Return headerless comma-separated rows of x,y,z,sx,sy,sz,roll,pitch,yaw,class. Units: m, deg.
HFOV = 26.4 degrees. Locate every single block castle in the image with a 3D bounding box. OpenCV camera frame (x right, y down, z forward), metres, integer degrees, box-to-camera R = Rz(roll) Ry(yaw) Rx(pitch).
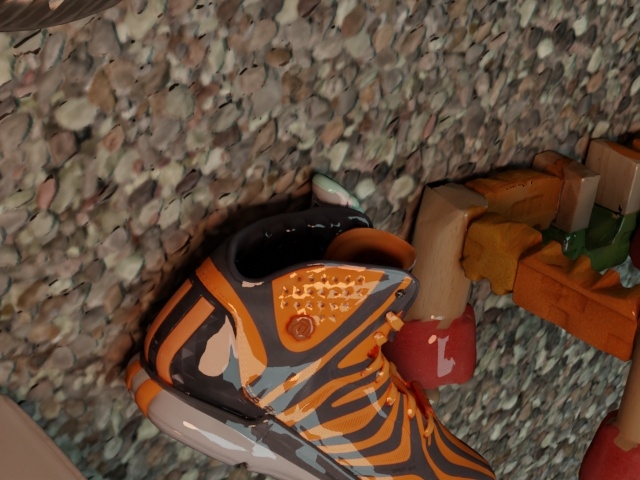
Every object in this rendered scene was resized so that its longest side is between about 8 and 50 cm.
0.298,0.063,1.156,0.453,0.303,0.212,-16,125,-42,block castle

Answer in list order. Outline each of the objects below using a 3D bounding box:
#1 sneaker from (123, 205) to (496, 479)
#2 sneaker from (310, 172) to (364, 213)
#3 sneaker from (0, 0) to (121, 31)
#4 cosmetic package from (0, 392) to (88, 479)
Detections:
0.039,0.092,0.950,0.321,0.124,0.180,26,105,-35,sneaker
0.000,0.000,0.975,0.069,0.038,0.098,-47,145,-11,sneaker
-0.250,-0.211,0.399,0.447,0.257,0.169,29,96,-21,sneaker
-0.196,0.384,0.823,0.394,0.327,0.329,-42,144,-14,cosmetic package
